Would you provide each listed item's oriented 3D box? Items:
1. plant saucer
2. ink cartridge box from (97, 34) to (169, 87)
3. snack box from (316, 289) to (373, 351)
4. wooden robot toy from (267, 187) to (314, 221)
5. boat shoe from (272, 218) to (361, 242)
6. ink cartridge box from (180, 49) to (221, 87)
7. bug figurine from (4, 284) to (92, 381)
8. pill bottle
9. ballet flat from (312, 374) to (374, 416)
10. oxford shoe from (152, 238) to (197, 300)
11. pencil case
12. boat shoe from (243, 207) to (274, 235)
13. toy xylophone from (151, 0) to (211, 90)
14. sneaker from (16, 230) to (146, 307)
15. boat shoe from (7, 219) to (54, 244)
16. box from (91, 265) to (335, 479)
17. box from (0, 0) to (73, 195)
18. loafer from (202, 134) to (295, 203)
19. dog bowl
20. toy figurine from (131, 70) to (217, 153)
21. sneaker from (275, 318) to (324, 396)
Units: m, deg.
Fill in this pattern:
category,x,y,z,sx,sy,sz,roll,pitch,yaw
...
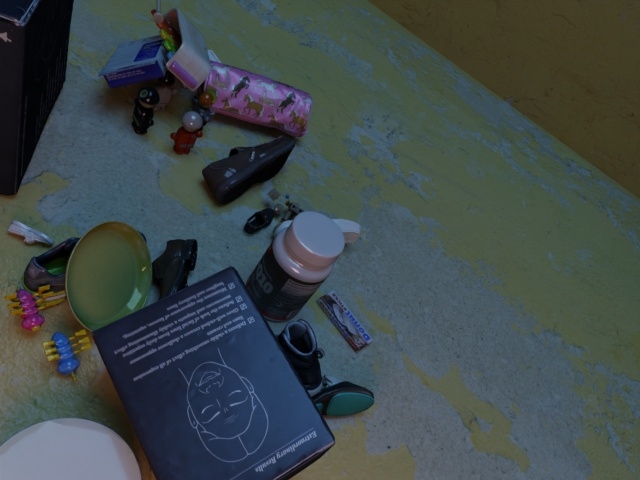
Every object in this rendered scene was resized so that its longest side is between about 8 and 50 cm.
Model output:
category,x,y,z,sx,sy,sz,roll,pitch,yaw
plant saucer,-0.457,0.077,1.187,0.037,0.241,0.241,2,36,24
ink cartridge box,-0.534,-0.524,1.631,0.165,0.065,0.333,-12,34,1
snack box,0.067,0.219,1.520,0.064,0.022,0.178,-23,68,-45
wooden robot toy,-0.090,-0.091,1.674,0.173,0.076,0.079,34,6,-11
boat shoe,0.000,0.000,1.620,0.276,0.098,0.096,-3,55,-24
ink cartridge box,-0.400,-0.576,1.861,0.143,0.090,0.092,-15,63,-42
bug figurine,-0.598,0.197,1.055,0.279,0.072,0.216,-11,73,-44
pill bottle,-0.066,0.065,1.375,0.161,0.283,0.161,18,45,-19
ballet flat,-0.002,0.366,1.301,0.280,0.095,0.096,0,39,-34
oxford shoe,-0.363,0.093,1.324,0.096,0.083,0.227,6,49,0
pencil case,-0.213,-0.460,1.834,0.385,0.167,0.160,10,27,-25
boat shoe,-0.171,-0.061,1.598,0.049,0.042,0.133,39,41,6
toy xylophone,-0.423,-0.599,1.644,0.236,0.081,0.323,45,19,-37
sneaker,-0.508,0.043,1.225,0.111,0.121,0.300,47,44,10
boat shoe,-0.652,-0.008,1.247,0.100,0.035,0.035,29,70,-14
box,-0.206,0.305,1.066,0.293,0.212,0.396,-25,68,-21
box,-0.752,-0.448,1.233,0.297,0.480,0.472,13,47,-21
loafer,-0.210,-0.245,1.663,0.130,0.134,0.366,43,43,7
dog bowl,-0.441,0.442,0.933,0.264,0.104,0.265,18,46,-19
toy figurine,-0.428,-0.386,1.634,0.213,0.148,0.210,27,43,-9
sneaker,-0.101,0.231,1.264,0.268,0.153,0.101,27,35,22
